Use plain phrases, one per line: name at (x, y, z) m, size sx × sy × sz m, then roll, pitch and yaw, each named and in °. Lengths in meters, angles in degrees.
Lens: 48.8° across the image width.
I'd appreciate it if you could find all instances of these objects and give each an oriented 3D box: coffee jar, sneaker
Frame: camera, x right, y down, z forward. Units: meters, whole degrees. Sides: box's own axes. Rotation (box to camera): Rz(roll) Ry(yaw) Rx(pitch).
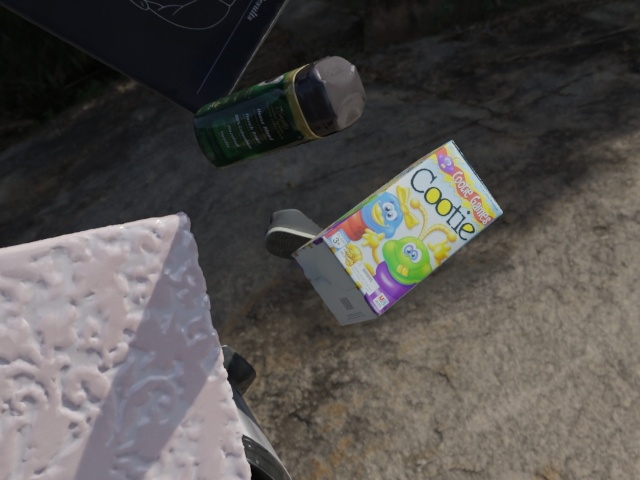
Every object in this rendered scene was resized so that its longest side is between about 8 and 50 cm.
coffee jar at (-0.045, -0.141, 0.783) m, size 0.184 × 0.079 × 0.096 m, roll -12°, pitch 18°, yaw 34°
sneaker at (0.000, 0.000, 1.413) m, size 0.118 × 0.222 × 0.083 m, roll -88°, pitch 21°, yaw -60°

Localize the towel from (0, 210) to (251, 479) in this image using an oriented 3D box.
towel at (-0.252, 0.157, 0.732) m, size 0.317 × 0.331 × 0.053 m, roll -15°, pitch 7°, yaw -26°

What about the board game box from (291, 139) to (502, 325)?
board game box at (0.117, -0.011, 1.093) m, size 0.275 × 0.142 × 0.144 m, roll -37°, pitch 3°, yaw -24°

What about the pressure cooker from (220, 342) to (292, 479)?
pressure cooker at (-0.246, 0.350, 1.026) m, size 0.370 × 0.375 × 0.420 m, roll -5°, pitch 14°, yaw -21°

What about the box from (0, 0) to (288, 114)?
box at (-0.240, -0.394, 0.919) m, size 0.293 × 0.395 × 0.212 m, roll -55°, pitch 23°, yaw 16°
